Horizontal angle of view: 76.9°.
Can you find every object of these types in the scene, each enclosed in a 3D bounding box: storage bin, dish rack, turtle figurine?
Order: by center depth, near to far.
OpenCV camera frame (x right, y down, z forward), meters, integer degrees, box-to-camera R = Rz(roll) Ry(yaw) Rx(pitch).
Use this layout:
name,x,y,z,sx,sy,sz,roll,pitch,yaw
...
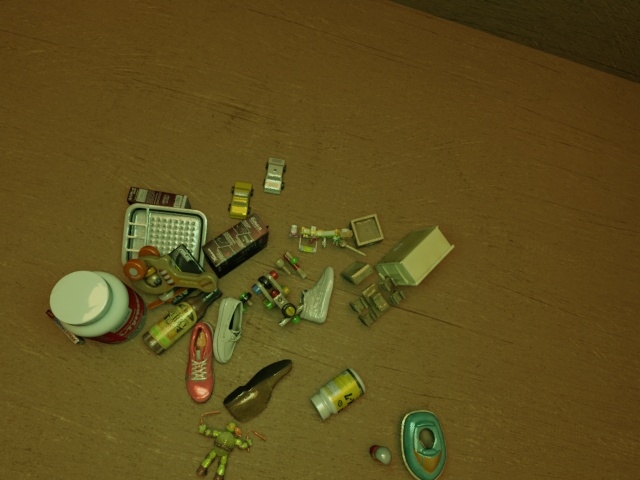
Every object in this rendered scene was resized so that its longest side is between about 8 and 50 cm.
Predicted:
name,x,y,z,sx,sy,sz,roll,pitch,yaw
turtle figurine,-0.355,0.783,1.515,0.269,0.087,0.218,26,74,-11
dish rack,-0.657,-0.002,1.718,0.331,0.072,0.286,6,92,-7
storage bin,0.408,0.073,1.815,0.262,0.260,0.123,-41,99,-20

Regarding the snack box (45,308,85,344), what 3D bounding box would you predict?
name,x,y,z,sx,sy,sz,roll,pitch,yaw
snack box,-1.000,0.339,1.579,0.178,0.064,0.022,42,71,6

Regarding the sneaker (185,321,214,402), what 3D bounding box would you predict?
name,x,y,z,sx,sy,sz,roll,pitch,yaw
sneaker,-0.481,0.473,1.581,0.115,0.136,0.315,-2,71,-9

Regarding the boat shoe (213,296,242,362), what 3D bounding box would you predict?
name,x,y,z,sx,sy,sz,roll,pitch,yaw
boat shoe,-0.361,0.366,1.623,0.088,0.096,0.268,6,85,32

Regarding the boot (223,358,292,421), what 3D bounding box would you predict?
name,x,y,z,sx,sy,sz,roll,pitch,yaw
boot,-0.229,0.596,1.614,0.305,0.112,0.115,-34,99,-15

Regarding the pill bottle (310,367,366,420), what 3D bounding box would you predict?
name,x,y,z,sx,sy,sz,roll,pitch,yaw
pill bottle,0.069,0.623,1.631,0.208,0.119,0.119,-30,78,-18

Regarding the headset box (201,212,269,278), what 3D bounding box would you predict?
name,x,y,z,sx,sy,sz,roll,pitch,yaw
headset box,-0.346,0.018,1.722,0.293,0.218,0.110,-36,81,-20

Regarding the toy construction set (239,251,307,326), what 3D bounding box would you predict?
name,x,y,z,sx,sy,sz,roll,pitch,yaw
toy construction set,-0.154,0.221,1.698,0.237,0.257,0.309,47,54,-3

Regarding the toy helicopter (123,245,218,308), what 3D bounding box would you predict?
name,x,y,z,sx,sy,sz,roll,pitch,yaw
toy helicopter,-0.577,0.165,1.588,0.354,0.235,0.140,6,27,3

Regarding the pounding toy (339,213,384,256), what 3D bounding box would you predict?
name,x,y,z,sx,sy,sz,roll,pitch,yaw
pounding toy,0.184,-0.005,1.893,0.205,0.094,0.181,-15,79,-5

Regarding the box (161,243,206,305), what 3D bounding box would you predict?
name,x,y,z,sx,sy,sz,roll,pitch,yaw
box,-0.591,0.142,1.680,0.184,0.045,0.191,-36,98,-2

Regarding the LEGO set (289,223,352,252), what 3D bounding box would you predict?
name,x,y,z,sx,sy,sz,roll,pitch,yaw
LEGO set,0.000,0.000,1.837,0.286,0.132,0.107,6,77,2

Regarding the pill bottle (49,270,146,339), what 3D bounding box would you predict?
name,x,y,z,sx,sy,sz,roll,pitch,yaw
pill bottle,-0.795,0.244,1.463,0.228,0.408,0.229,3,71,-8

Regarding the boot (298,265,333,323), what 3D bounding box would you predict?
name,x,y,z,sx,sy,sz,roll,pitch,yaw
boot,-0.021,0.226,1.767,0.123,0.095,0.259,15,69,-10

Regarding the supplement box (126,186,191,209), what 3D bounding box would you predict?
name,x,y,z,sx,sy,sz,roll,pitch,yaw
supplement box,-0.704,-0.159,1.772,0.239,0.130,0.073,9,70,-5

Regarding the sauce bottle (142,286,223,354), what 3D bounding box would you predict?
name,x,y,z,sx,sy,sz,roll,pitch,yaw
sauce bottle,-0.554,0.308,1.642,0.111,0.111,0.344,43,69,7

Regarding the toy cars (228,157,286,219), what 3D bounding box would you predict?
name,x,y,z,sx,sy,sz,roll,pitch,yaw
toy cars,-0.293,-0.261,1.900,0.393,0.087,0.176,-41,82,-20

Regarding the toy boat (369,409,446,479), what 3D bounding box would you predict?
name,x,y,z,sx,sy,sz,roll,pitch,yaw
toy boat,0.353,0.825,1.591,0.317,0.148,0.268,-4,72,-11

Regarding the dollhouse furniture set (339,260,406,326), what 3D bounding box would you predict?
name,x,y,z,sx,sy,sz,roll,pitch,yaw
dollhouse furniture set,0.213,0.222,1.802,0.212,0.161,0.242,-36,100,-11
